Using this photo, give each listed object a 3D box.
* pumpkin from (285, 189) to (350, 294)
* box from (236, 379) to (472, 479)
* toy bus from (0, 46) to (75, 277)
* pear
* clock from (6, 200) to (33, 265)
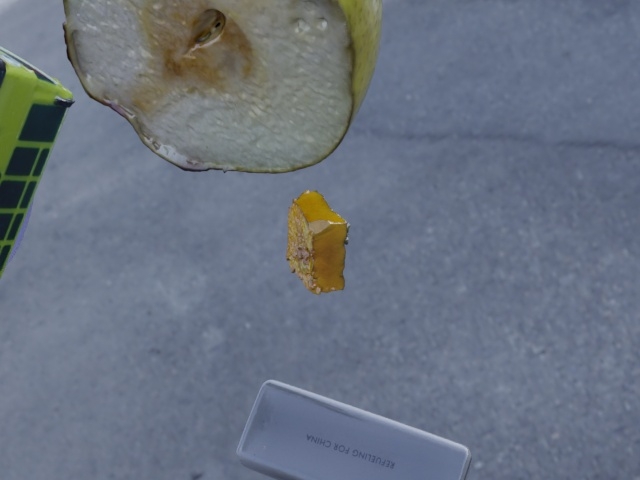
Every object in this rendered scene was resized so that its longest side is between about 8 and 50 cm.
[{"bbox_3d":[0.000,0.000,1.300,0.054,0.083,0.074,-11,34,-18],"label":"pumpkin"},{"bbox_3d":[0.037,0.236,1.479,0.243,0.055,0.103,18,74,12],"label":"box"},{"bbox_3d":[-0.298,-0.036,1.026,0.128,0.262,0.150,29,12,21],"label":"toy bus"},{"bbox_3d":[-0.082,-0.249,1.414,0.386,0.340,0.191,-27,23,52],"label":"pear"},{"bbox_3d":[-0.404,-0.047,1.524,0.172,0.198,0.064,-23,13,-19],"label":"clock"}]
